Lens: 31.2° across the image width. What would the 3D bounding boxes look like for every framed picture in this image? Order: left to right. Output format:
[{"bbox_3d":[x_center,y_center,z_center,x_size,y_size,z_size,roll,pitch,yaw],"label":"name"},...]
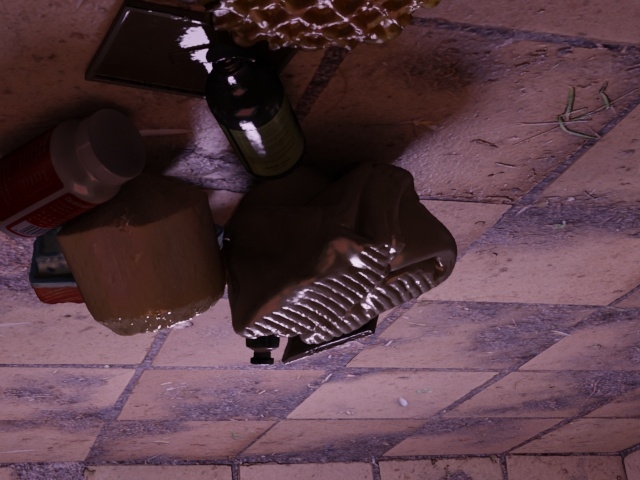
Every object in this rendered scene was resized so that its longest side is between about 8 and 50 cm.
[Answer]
[{"bbox_3d":[-0.168,-0.243,1.520,0.249,0.016,0.184,5,154,-25],"label":"framed picture"},{"bbox_3d":[0.040,0.091,2.064,0.208,0.281,0.019,-21,122,35],"label":"framed picture"}]

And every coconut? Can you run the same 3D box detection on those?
[{"bbox_3d":[-0.274,0.006,1.773,0.239,0.244,0.239,-17,-167,4],"label":"coconut"}]

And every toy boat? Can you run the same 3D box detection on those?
[{"bbox_3d":[-0.328,0.014,1.950,0.331,0.145,0.133,-5,130,-3],"label":"toy boat"}]

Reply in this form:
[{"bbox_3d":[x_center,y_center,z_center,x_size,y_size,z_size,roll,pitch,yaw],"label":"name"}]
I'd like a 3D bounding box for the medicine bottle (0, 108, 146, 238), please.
[{"bbox_3d":[-0.376,-0.097,1.669,0.250,0.131,0.131,-23,152,34],"label":"medicine bottle"}]

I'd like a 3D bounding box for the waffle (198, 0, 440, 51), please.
[{"bbox_3d":[0.004,-0.308,1.355,0.300,0.058,0.281,7,155,-31],"label":"waffle"}]

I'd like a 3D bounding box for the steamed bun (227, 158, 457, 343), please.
[{"bbox_3d":[0.000,0.000,1.830,0.367,0.255,0.342,-32,154,13],"label":"steamed bun"}]

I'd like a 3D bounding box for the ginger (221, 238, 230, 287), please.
[{"bbox_3d":[-0.120,0.050,2.075,0.213,0.137,0.074,2,131,-18],"label":"ginger"}]

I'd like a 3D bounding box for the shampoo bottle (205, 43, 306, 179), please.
[{"bbox_3d":[-0.093,-0.181,1.533,0.101,0.101,0.284,-9,157,8],"label":"shampoo bottle"}]

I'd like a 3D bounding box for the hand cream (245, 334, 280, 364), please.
[{"bbox_3d":[-0.100,0.079,1.993,0.091,0.272,0.058,2,180,-16],"label":"hand cream"}]
